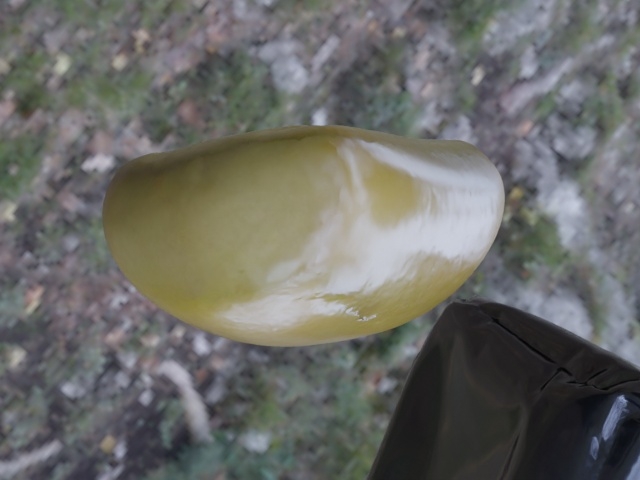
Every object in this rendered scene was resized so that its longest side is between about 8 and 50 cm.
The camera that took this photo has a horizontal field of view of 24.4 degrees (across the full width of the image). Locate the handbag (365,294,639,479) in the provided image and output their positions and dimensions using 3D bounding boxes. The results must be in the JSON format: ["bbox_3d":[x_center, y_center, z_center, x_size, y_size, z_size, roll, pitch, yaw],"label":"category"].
[{"bbox_3d":[0.138,0.206,0.945,0.302,0.178,0.275,-68,-160,6],"label":"handbag"}]

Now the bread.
[{"bbox_3d":[0.000,0.000,0.705,0.147,0.098,0.217,-14,176,30],"label":"bread"}]
